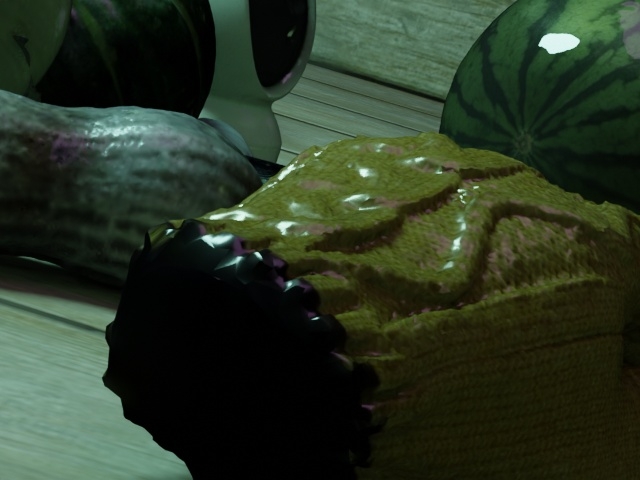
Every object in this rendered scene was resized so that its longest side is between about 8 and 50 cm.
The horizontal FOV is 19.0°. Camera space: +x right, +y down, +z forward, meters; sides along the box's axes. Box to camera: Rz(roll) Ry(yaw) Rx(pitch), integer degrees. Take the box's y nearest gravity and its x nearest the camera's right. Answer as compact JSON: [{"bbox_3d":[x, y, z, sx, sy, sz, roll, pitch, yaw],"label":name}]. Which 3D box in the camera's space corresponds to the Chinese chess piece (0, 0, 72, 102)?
[{"bbox_3d":[-0.269,-0.149,1.219,0.237,0.238,0.092,22,-27,32],"label":"Chinese chess piece"}]

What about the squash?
[{"bbox_3d":[-0.179,-0.129,1.343,0.218,0.218,0.172,22,-26,34],"label":"squash"}]

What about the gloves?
[{"bbox_3d":[0.063,0.039,0.846,0.203,0.155,0.356,26,9,31],"label":"gloves"}]

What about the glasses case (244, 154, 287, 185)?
[{"bbox_3d":[0.000,0.000,1.219,0.314,0.075,0.122,18,7,14],"label":"glasses case"}]

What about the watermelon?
[{"bbox_3d":[0.243,-0.056,1.347,0.359,0.279,0.279,10,10,-46],"label":"watermelon"}]

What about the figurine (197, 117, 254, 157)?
[{"bbox_3d":[-0.090,-0.049,1.415,0.086,0.082,0.094,29,25,-39],"label":"figurine"}]

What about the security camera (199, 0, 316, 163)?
[{"bbox_3d":[-0.103,-0.166,1.544,0.194,0.236,0.194,15,6,-2],"label":"security camera"}]

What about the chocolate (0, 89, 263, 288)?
[{"bbox_3d":[-0.144,-0.032,1.072,0.248,0.110,0.110,7,12,-22],"label":"chocolate"}]
